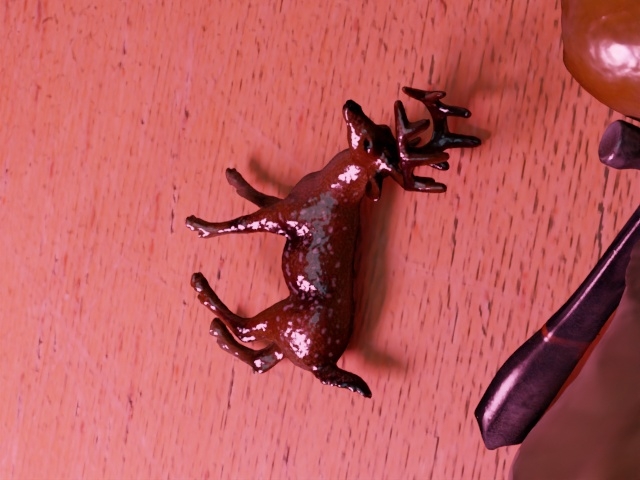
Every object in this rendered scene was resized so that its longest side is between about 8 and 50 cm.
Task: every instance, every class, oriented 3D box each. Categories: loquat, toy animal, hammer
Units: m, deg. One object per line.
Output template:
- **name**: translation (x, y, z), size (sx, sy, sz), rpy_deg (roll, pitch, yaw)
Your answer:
- **loquat**: translation (0.267, -0.159, 1.208), size (0.227, 0.179, 0.179), rpy_deg (-3, 84, 19)
- **toy animal**: translation (0.012, -0.004, 1.473), size (0.260, 0.087, 0.243), rpy_deg (4, 103, 36)
- **hammer**: translation (0.196, 0.048, 1.305), size (0.037, 0.137, 0.290), rpy_deg (-87, 23, -52)

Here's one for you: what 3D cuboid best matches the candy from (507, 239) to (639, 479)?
- **candy**: translation (0.335, 0.109, 1.050), size (0.427, 0.386, 0.186), rpy_deg (-7, 122, 36)
